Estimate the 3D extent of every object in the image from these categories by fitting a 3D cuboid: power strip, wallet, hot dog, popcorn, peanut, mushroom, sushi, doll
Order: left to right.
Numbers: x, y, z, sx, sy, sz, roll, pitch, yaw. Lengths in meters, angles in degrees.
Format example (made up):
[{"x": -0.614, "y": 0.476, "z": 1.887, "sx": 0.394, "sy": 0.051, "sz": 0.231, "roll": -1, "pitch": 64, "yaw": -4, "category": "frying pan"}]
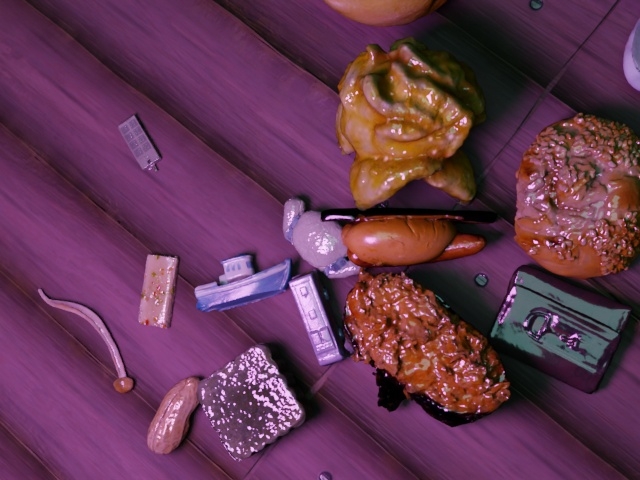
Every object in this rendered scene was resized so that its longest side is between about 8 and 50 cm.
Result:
[{"x": -0.490, "y": 0.196, "z": 1.897, "sx": 0.068, "sy": 0.043, "sz": 0.306, "roll": -37, "pitch": 76, "yaw": -18, "category": "mushroom"}, {"x": -0.384, "y": -0.204, "z": 1.915, "sx": 0.051, "sy": 0.019, "sz": 0.136, "roll": -32, "pitch": 79, "yaw": 6, "category": "power strip"}, {"x": -0.292, "y": 0.355, "z": 1.819, "sx": 0.080, "sy": 0.080, "sz": 0.175, "roll": 28, "pitch": 87, "yaw": 13, "category": "peanut"}, {"x": 0.000, "y": 0.000, "z": 1.785, "sx": 0.214, "sy": 0.071, "sz": 0.103, "roll": 41, "pitch": 94, "yaw": 13, "category": "doll"}, {"x": 0.161, "y": -0.208, "z": 1.666, "sx": 0.321, "sy": 0.290, "sz": 0.326, "roll": 36, "pitch": 74, "yaw": 15, "category": "popcorn"}, {"x": 0.168, "y": 0.000, "z": 1.693, "sx": 0.325, "sy": 0.194, "sz": 0.107, "roll": 2, "pitch": 98, "yaw": 11, "category": "hot dog"}, {"x": 0.179, "y": 0.215, "z": 1.663, "sx": 0.348, "sy": 0.207, "sz": 0.234, "roll": 37, "pitch": 87, "yaw": 10, "category": "sushi"}, {"x": 0.446, "y": 0.164, "z": 1.686, "sx": 0.229, "sy": 0.049, "sz": 0.182, "roll": 24, "pitch": 94, "yaw": 15, "category": "wallet"}]

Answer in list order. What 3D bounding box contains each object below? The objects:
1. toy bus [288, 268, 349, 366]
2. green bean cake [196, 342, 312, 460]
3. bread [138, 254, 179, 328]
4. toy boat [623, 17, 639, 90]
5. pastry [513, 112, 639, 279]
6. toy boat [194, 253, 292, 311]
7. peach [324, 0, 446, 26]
[{"x": -0.002, "y": 0.155, "z": 1.764, "sx": 0.064, "sy": 0.075, "sz": 0.191, "roll": -21, "pitch": 89, "yaw": 9, "category": "toy bus"}, {"x": -0.132, "y": 0.319, "z": 1.775, "sx": 0.185, "sy": 0.094, "sz": 0.183, "roll": -35, "pitch": 79, "yaw": 8, "category": "green bean cake"}, {"x": -0.340, "y": 0.105, "z": 1.874, "sx": 0.068, "sy": 0.028, "sz": 0.154, "roll": 7, "pitch": 85, "yaw": 15, "category": "bread"}, {"x": 0.648, "y": -0.368, "z": 1.684, "sx": 0.134, "sy": 0.079, "sz": 0.208, "roll": 30, "pitch": 81, "yaw": 6, "category": "toy boat"}, {"x": 0.485, "y": -0.084, "z": 1.643, "sx": 0.255, "sy": 0.162, "sz": 0.311, "roll": -1, "pitch": 86, "yaw": 10, "category": "pastry"}, {"x": -0.157, "y": 0.074, "z": 1.806, "sx": 0.215, "sy": 0.088, "sz": 0.102, "roll": -15, "pitch": 78, "yaw": 12, "category": "toy boat"}, {"x": 0.114, "y": -0.567, "z": 1.706, "sx": 0.314, "sy": 0.281, "sz": 0.316, "roll": -31, "pitch": 87, "yaw": 2, "category": "peach"}]
